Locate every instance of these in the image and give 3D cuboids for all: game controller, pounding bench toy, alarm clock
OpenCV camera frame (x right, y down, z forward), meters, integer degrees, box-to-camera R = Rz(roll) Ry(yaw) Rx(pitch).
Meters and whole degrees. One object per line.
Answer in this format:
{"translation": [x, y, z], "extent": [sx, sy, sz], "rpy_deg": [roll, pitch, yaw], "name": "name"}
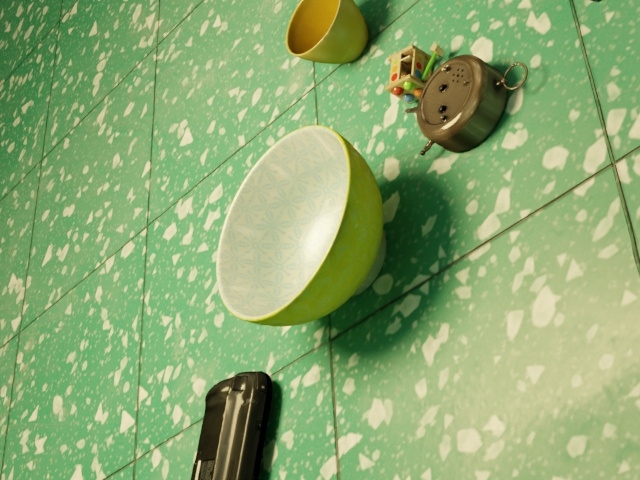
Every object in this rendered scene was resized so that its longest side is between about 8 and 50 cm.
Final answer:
{"translation": [-0.143, 0.349, 1.646], "extent": [0.166, 0.067, 0.319], "rpy_deg": [-33, 42, 58], "name": "game controller"}
{"translation": [0.143, -0.245, 1.636], "extent": [0.083, 0.052, 0.065], "rpy_deg": [-21, 53, 45], "name": "pounding bench toy"}
{"translation": [0.203, -0.196, 1.520], "extent": [0.192, 0.064, 0.129], "rpy_deg": [-21, 52, 42], "name": "alarm clock"}

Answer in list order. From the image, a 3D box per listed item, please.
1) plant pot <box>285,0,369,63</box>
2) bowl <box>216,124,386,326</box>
{"translation": [0.022, -0.341, 1.821], "extent": [0.134, 0.095, 0.134], "rpy_deg": [-31, 47, 39], "name": "plant pot"}
{"translation": [0.000, 0.000, 1.577], "extent": [0.289, 0.156, 0.290], "rpy_deg": [-32, 45, 39], "name": "bowl"}
